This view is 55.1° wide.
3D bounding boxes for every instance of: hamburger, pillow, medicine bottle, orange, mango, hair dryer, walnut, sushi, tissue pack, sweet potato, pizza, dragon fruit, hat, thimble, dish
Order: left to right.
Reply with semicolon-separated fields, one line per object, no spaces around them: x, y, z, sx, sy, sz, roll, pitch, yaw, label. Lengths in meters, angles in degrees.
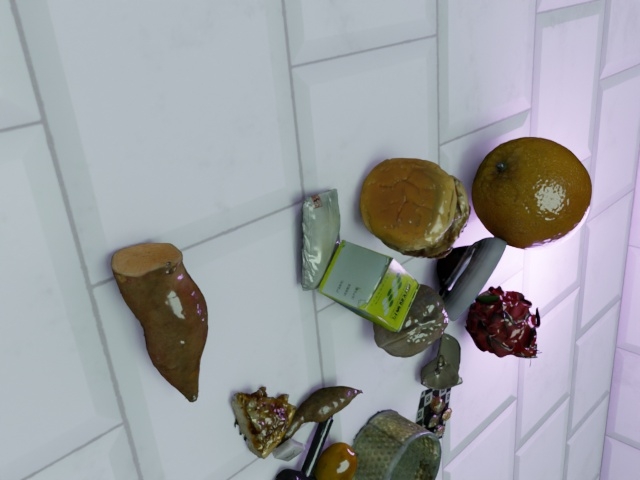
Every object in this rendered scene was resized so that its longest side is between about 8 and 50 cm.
-0.261;0.157;1.113;0.131;0.131;0.337;-36;127;-32;sweet potato
-0.128;0.391;1.365;0.154;0.069;0.194;-53;135;-18;pizza
-0.074;0.498;1.454;0.056;0.023;0.108;-37;153;-1;tissue pack
-0.022;0.526;1.527;0.114;0.070;0.248;37;73;-46;hair dryer
-0.014;0.411;1.493;0.269;0.074;0.075;-26;121;-25;sweet potato
0.000;0.000;1.380;0.128;0.051;0.229;-27;123;-49;pillow
0.033;0.602;1.592;0.111;0.089;0.163;13;104;-35;mango
0.119;0.112;1.444;0.137;0.141;0.250;-66;151;-8;medicine bottle
0.209;0.631;1.732;0.270;0.150;0.271;-17;115;-41;thimble
0.229;0.212;1.609;0.230;0.178;0.178;-33;125;-29;walnut
0.221;-0.079;1.452;0.244;0.244;0.163;-63;147;-9;hamburger
0.373;0.567;1.959;0.192;0.040;0.210;-3;105;-45;sushi
0.366;0.368;1.876;0.147;0.085;0.175;31;58;-35;hat
0.398;0.084;1.753;0.273;0.134;0.273;-56;174;-9;dish
0.583;0.284;1.931;0.234;0.234;0.293;-35;90;-33;dragon fruit
0.601;-0.139;1.767;0.357;0.322;0.322;32;80;-37;orange
